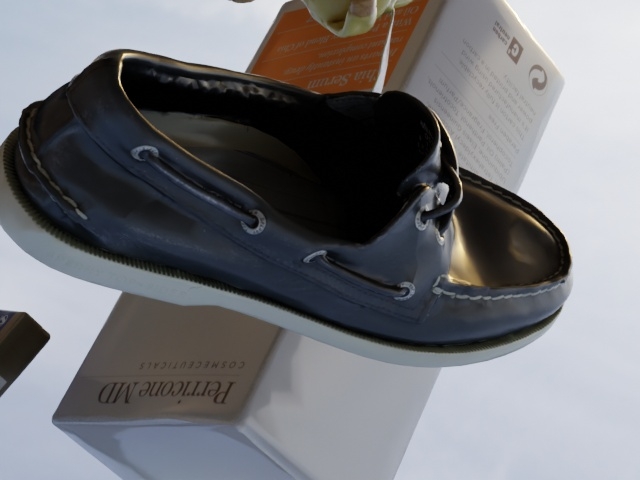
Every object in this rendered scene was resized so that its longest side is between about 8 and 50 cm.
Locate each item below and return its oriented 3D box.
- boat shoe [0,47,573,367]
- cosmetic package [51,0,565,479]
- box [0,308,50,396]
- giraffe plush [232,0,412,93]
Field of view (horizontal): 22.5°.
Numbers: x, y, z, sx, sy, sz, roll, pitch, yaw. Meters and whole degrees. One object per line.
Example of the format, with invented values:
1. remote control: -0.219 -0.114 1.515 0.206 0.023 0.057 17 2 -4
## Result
1. boat shoe: 0.012 -0.027 0.810 0.340 0.113 0.127 15 -138 -27
2. cosmetic package: 0.000 0.000 1.309 0.230 0.161 0.453 -6 -131 45
3. box: -0.309 0.114 1.309 0.136 0.036 0.225 -52 -159 -19
4. giraffe plush: -0.017 -0.210 1.011 0.171 0.210 0.181 17 177 12
